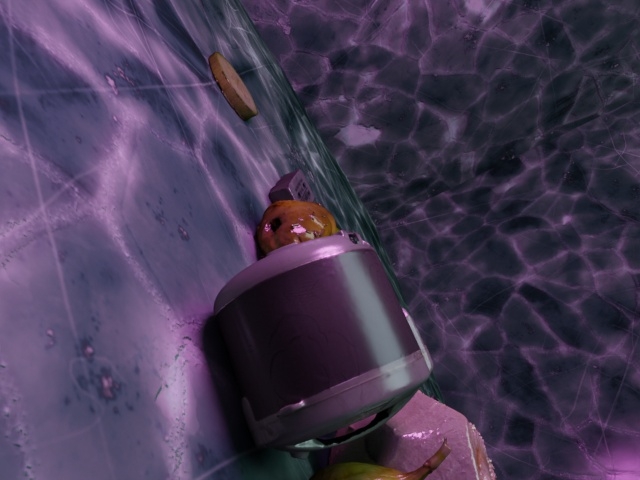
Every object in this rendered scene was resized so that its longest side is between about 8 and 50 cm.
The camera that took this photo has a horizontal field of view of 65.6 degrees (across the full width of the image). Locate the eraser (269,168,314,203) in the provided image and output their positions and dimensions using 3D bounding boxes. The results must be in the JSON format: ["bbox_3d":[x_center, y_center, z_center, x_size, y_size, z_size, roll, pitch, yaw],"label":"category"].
[{"bbox_3d":[-0.081,-0.136,1.498,0.111,0.077,0.352,61,11,-13],"label":"eraser"}]

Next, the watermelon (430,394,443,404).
[{"bbox_3d":[0.317,0.629,1.452,0.260,0.256,0.176,51,-29,-22],"label":"watermelon"}]

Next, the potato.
[{"bbox_3d":[-0.055,-0.024,1.158,0.300,0.172,0.140,-50,153,-74],"label":"potato"}]

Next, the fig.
[{"bbox_3d":[0.083,0.368,0.714,0.159,0.257,0.159,53,0,0],"label":"fig"}]

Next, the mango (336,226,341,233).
[{"bbox_3d":[0.000,0.000,1.472,0.232,0.125,0.111,23,40,-38],"label":"mango"}]

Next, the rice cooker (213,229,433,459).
[{"bbox_3d":[0.004,0.157,0.743,0.277,0.288,0.288,65,11,15],"label":"rice cooker"}]

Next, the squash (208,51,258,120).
[{"bbox_3d":[-0.262,-0.472,1.506,0.219,0.041,0.219,60,12,-21],"label":"squash"}]

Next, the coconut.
[{"bbox_3d":[0.168,0.422,0.892,0.298,0.297,0.310,-104,166,-46],"label":"coconut"}]
